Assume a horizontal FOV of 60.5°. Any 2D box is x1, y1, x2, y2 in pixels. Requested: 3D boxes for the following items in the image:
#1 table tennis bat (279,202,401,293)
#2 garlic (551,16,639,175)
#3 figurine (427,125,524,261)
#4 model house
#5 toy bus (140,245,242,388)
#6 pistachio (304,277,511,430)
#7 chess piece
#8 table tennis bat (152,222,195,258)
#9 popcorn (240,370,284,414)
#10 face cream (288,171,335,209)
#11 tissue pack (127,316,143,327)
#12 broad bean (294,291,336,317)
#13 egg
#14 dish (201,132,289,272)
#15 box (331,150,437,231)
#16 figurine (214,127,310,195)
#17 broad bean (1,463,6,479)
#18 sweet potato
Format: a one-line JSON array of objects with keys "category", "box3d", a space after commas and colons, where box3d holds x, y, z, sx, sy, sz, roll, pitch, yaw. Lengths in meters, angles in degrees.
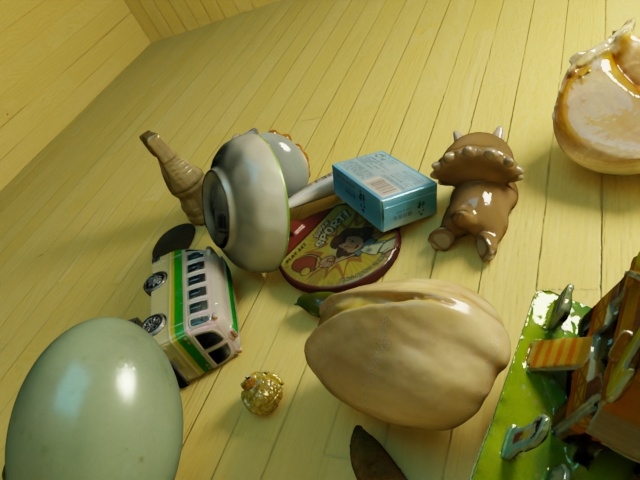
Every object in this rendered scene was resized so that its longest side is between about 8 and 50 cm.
[{"category": "table tennis bat", "box3d": [0.000, 0.000, 1.262, 0.414, 0.051, 0.268, 21, 57, 43]}, {"category": "garlic", "box3d": [0.606, -0.249, 1.013, 0.286, 0.249, 0.313, -22, 55, -16]}, {"category": "figurine", "box3d": [0.302, -0.113, 1.084, 0.177, 0.173, 0.247, 15, 56, 43]}, {"category": "model house", "box3d": [0.340, 0.161, 0.579, 0.242, 0.313, 0.358, 25, 59, 16]}, {"category": "toy bus", "box3d": [-0.276, 0.142, 1.203, 0.179, 0.143, 0.305, -25, 37, 3]}, {"category": "pistachio", "box3d": [0.125, 0.165, 0.833, 0.321, 0.238, 0.229, -10, 35, 37]}, {"category": "chess piece", "box3d": [-0.387, -0.183, 1.519, 0.137, 0.301, 0.137, -19, 40, 17]}, {"category": "table tennis bat", "box3d": [-0.419, 0.032, 1.527, 0.131, 0.022, 0.234, -15, 37, 18]}, {"category": "popcorn", "box3d": [-0.114, 0.269, 1.001, 0.084, 0.084, 0.084, -18, 39, 15]}, {"category": "face cream", "box3d": [-0.010, -0.124, 1.366, 0.243, 0.058, 0.092, -23, 15, -4]}, {"category": "tissue pack", "box3d": [-0.476, 0.227, 1.327, 0.083, 0.035, 0.063, -17, 39, 15]}, {"category": "broad bean", "box3d": [0.058, 0.128, 1.075, 0.254, 0.046, 0.065, -4, 54, 27]}, {"category": "egg", "box3d": [-0.372, 0.323, 0.923, 0.276, 0.276, 0.389, -9, 71, 25]}, {"category": "dish", "box3d": [-0.195, -0.076, 1.236, 0.124, 0.324, 0.324, -10, 28, -29]}, {"category": "box", "box3d": [0.140, -0.118, 1.240, 0.142, 0.083, 0.232, -19, 32, -19]}, {"category": "figurine", "box3d": [-0.175, -0.185, 1.529, 0.205, 0.224, 0.382, -64, 20, -8]}, {"category": "broad bean", "box3d": [-0.519, 0.441, 1.095, 0.206, 0.072, 0.153, -11, 42, 5]}, {"category": "sweet potato", "box3d": [0.086, 0.399, 0.729, 0.108, 0.079, 0.346, -41, 29, 36]}]
